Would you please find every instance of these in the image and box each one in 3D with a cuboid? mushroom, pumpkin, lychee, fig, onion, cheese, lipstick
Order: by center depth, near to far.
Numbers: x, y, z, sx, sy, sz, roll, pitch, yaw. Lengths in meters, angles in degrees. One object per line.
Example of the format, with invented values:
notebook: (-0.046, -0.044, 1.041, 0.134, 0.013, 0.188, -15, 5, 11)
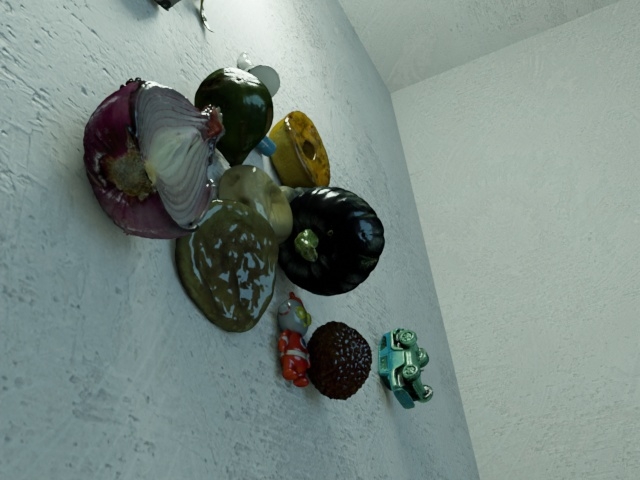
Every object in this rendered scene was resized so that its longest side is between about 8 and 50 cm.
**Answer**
onion: (-0.296, -0.152, 1.155, 0.348, 0.159, 0.267, -61, 141, -65)
cheese: (-0.157, -0.079, 1.552, 0.217, 0.117, 0.235, 65, 19, -15)
fig: (-0.213, -0.284, 1.554, 0.195, 0.196, 0.244, -72, 175, -62)
lychee: (0.040, 0.314, 1.660, 0.188, 0.188, 0.188, 55, 24, -40)
pumpkin: (0.000, 0.000, 1.675, 0.295, 0.296, 0.295, 55, 24, -40)
lipstick: (-0.180, -0.290, 1.801, 0.158, 0.048, 0.048, 40, 35, -57)
mushroom: (-0.073, -0.108, 1.875, 0.278, 0.099, 0.096, 18, 44, -62)

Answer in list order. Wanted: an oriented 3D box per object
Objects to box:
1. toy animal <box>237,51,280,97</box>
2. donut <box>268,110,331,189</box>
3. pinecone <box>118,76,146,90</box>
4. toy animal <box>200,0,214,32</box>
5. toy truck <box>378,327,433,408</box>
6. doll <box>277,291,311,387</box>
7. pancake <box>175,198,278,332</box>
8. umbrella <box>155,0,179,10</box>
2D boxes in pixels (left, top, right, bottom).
toy animal: (-0.198, -0.464, 1.891, 0.104, 0.130, 0.221, 23, 13, -24)
donut: (-0.069, -0.263, 1.998, 0.277, 0.109, 0.277, 54, 25, -41)
pinecone: (-0.340, -0.258, 1.232, 0.109, 0.102, 0.102, 70, 18, 7)
toy animal: (-0.303, -0.683, 1.766, 0.219, 0.095, 0.155, 67, 23, -14)
toy truck: (0.292, 0.444, 2.263, 0.155, 0.156, 0.278, 58, 23, -35)
doll: (-0.064, 0.232, 1.584, 0.142, 0.076, 0.245, 50, 32, -49)
pancake: (-0.184, 0.043, 1.354, 0.294, 0.050, 0.294, 9, 78, -51)
umbrella: (-0.420, -0.640, 1.418, 0.067, 0.073, 0.337, 44, 1, 35)
